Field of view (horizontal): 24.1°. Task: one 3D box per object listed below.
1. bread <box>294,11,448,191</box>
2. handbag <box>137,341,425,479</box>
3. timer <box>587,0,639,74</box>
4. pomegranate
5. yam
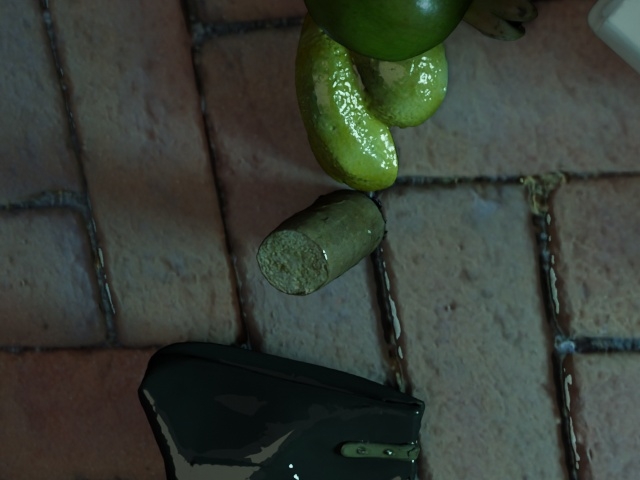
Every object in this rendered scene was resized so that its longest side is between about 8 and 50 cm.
[{"bbox_3d":[0.045,-0.132,1.405,0.149,0.065,0.188,1,106,18],"label":"bread"},{"bbox_3d":[-0.032,0.275,1.542,0.287,0.152,0.342,0,109,11],"label":"handbag"},{"bbox_3d":[0.355,-0.191,1.173,0.195,0.194,0.192,43,119,4],"label":"timer"},{"bbox_3d":[0.077,-0.227,1.299,0.179,0.179,0.210,-33,105,29],"label":"pomegranate"},{"bbox_3d":[0.003,0.002,1.433,0.084,0.127,0.084,10,114,23],"label":"yam"}]
